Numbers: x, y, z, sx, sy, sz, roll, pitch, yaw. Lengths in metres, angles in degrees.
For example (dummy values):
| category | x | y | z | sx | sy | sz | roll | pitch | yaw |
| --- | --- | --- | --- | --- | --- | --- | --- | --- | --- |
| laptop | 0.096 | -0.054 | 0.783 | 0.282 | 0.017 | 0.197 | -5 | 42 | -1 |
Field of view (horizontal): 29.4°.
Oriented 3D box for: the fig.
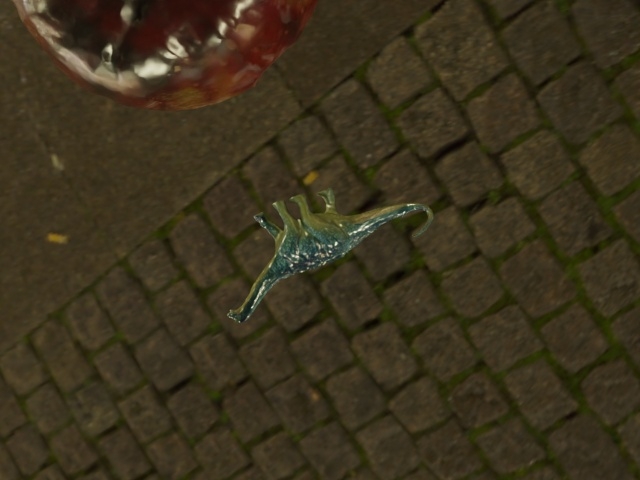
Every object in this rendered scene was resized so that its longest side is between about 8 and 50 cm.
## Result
| category | x | y | z | sx | sy | sz | roll | pitch | yaw |
| --- | --- | --- | --- | --- | --- | --- | --- | --- | --- |
| fig | -0.120 | -0.206 | 0.910 | 0.263 | 0.224 | 0.224 | 28 | 117 | 49 |

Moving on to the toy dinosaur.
| category | x | y | z | sx | sy | sz | roll | pitch | yaw |
| --- | --- | --- | --- | --- | --- | --- | --- | --- | --- |
| toy dinosaur | -0.009 | -0.008 | 1.923 | 0.363 | 0.076 | 0.147 | -26 | 87 | 4 |
